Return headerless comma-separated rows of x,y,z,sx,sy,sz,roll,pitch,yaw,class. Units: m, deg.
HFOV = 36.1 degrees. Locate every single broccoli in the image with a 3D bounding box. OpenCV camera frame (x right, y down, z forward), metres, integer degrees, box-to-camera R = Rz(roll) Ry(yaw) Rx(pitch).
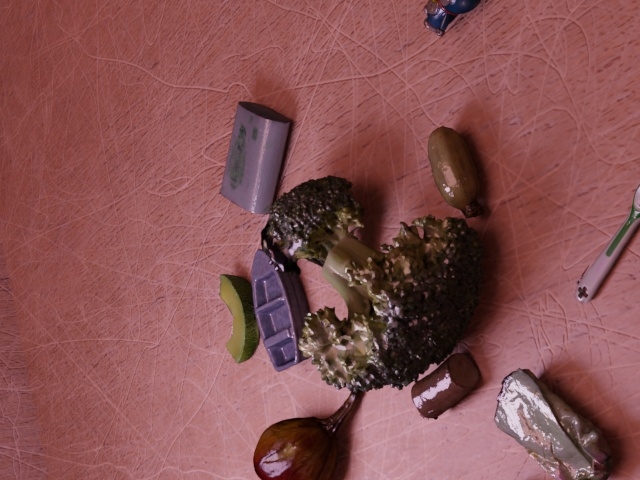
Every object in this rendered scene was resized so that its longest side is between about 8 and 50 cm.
0.000,0.000,2.015,0.243,0.247,0.263,48,154,-19,broccoli
0.131,0.122,1.796,0.318,0.277,0.338,4,102,39,broccoli

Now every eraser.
-0.154,-0.193,2.290,0.174,0.081,0.226,32,117,45,eraser

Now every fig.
-0.038,0.422,2.114,0.191,0.191,0.290,43,124,40,fig

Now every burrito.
0.396,0.321,1.655,0.229,0.089,0.143,41,136,42,burrito

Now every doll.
0.244,-0.447,1.800,0.152,0.086,0.114,139,138,-55,doll

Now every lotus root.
0.246,-0.122,1.806,0.077,0.090,0.182,-23,75,20,lotus root

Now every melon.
-0.193,0.189,2.374,0.118,0.064,0.209,12,104,48,melon

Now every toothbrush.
0.505,-0.062,1.536,0.042,0.040,0.417,49,127,34,toothbrush

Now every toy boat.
-0.092,0.152,2.235,0.127,0.078,0.282,-30,69,48,toy boat

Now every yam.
0.233,0.275,1.852,0.127,0.084,0.084,-49,56,43,yam
